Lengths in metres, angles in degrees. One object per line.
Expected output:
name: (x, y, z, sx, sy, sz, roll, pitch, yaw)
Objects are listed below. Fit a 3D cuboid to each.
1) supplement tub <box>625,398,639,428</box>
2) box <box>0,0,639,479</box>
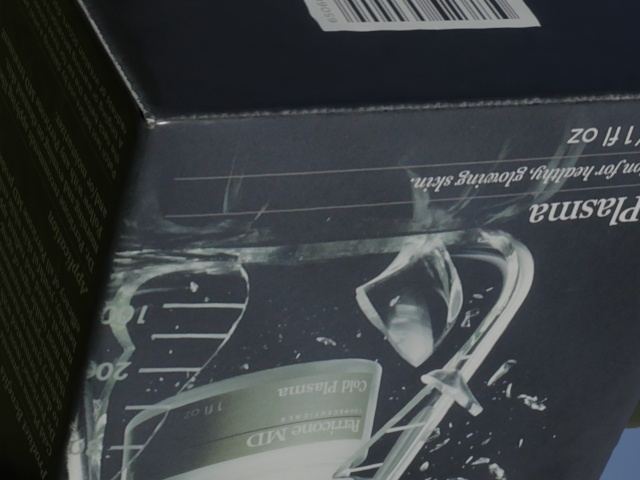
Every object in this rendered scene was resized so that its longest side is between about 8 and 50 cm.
supplement tub: (0.363, 0.014, 1.662, 0.235, 0.325, 0.235, 43, -35, 40)
box: (0.000, 0.000, 1.353, 0.297, 0.480, 0.471, 60, -36, 40)
